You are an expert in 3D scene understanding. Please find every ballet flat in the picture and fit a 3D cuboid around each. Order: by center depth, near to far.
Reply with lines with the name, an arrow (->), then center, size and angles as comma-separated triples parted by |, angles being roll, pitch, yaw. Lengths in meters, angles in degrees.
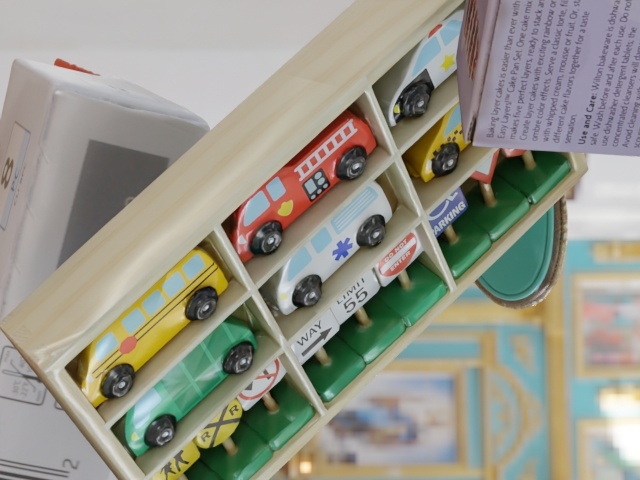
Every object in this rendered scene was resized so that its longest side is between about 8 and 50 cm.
ballet flat -> 0.087, -0.062, 1.053 | 0.067, 0.073, 0.206 | 11, 62, -70

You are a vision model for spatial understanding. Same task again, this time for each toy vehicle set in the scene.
toy vehicle set -> 0.000, 0.000, 0.862 | 0.035, 0.267, 0.166 | 38, -14, 36

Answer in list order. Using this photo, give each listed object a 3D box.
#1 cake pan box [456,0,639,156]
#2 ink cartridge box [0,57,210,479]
cake pan box -> 0.186, -0.143, 0.709 | 0.070, 0.245, 0.267 | -95, -172, -48
ink cartridge box -> -0.183, 0.049, 1.124 | 0.385, 0.091, 0.308 | -151, -106, -69
